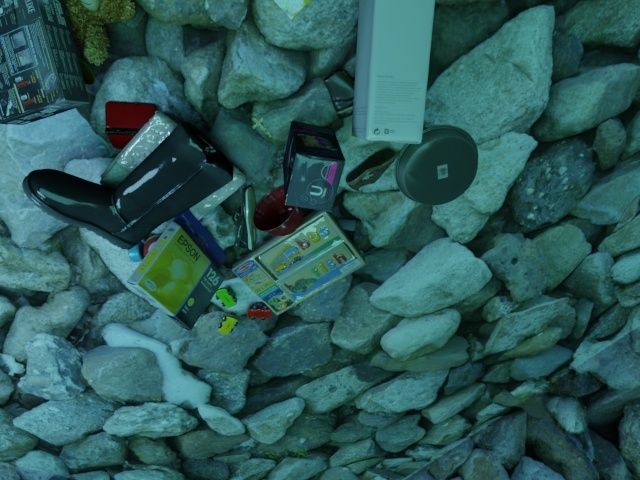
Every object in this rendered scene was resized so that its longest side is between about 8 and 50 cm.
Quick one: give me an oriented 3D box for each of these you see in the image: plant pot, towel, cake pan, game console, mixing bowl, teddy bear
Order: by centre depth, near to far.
[{"bbox_3d":[-0.634,-0.543,1.049,0.338,0.113,0.245,-13,88,13],"label":"teddy bear"},{"bbox_3d":[-0.682,-0.447,1.165,0.079,0.083,0.083,-21,125,22],"label":"plant pot"},{"bbox_3d":[-0.563,-0.343,1.281,0.144,0.085,0.124,1,155,-7],"label":"game console"},{"bbox_3d":[-0.460,-0.196,1.332,0.317,0.053,0.332,-37,129,21],"label":"towel"},{"bbox_3d":[-0.125,-0.082,1.423,0.181,0.181,0.098,-31,135,14],"label":"mixing bowl"},{"bbox_3d":[0.402,-0.242,1.440,0.293,0.054,0.293,-3,124,-5],"label":"cake pan"}]

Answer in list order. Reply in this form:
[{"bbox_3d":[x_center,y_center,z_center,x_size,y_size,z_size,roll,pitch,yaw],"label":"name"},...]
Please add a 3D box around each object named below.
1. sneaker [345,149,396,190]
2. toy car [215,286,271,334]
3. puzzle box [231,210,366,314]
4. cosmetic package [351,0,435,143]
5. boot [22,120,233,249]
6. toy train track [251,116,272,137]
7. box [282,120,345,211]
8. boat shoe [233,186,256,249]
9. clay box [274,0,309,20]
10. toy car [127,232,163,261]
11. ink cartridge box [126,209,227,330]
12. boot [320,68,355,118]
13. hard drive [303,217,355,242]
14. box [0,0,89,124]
[{"bbox_3d":[0.177,-0.234,1.424,0.188,0.066,0.071,-29,139,18],"label":"sneaker"},{"bbox_3d":[-0.340,0.259,1.690,0.239,0.053,0.225,-23,123,8],"label":"toy car"},{"bbox_3d":[-0.077,0.082,1.530,0.409,0.052,0.272,-32,117,15],"label":"puzzle box"},{"bbox_3d":[0.181,-0.460,1.113,0.156,0.217,0.384,2,108,-7],"label":"cosmetic package"},{"bbox_3d":[-0.521,-0.181,1.191,0.445,0.146,0.367,-28,142,20],"label":"boot"},{"bbox_3d":[-0.181,-0.351,1.320,0.048,0.014,0.083,-38,121,18],"label":"toy train track"},{"bbox_3d":[-0.028,-0.227,1.267,0.143,0.270,0.165,8,123,-12],"label":"box"},{"bbox_3d":[-0.265,-0.075,1.458,0.079,0.084,0.233,11,120,8],"label":"boat shoe"},{"bbox_3d":[-0.042,-0.697,1.080,0.222,0.053,0.127,-40,119,18],"label":"clay box"},{"bbox_3d":[-0.528,0.119,1.447,0.219,0.238,0.210,-10,138,0],"label":"toy car"},{"bbox_3d":[-0.434,0.094,1.391,0.072,0.307,0.303,13,150,30],"label":"ink cartridge box"},{"bbox_3d":[0.113,-0.464,1.248,0.198,0.077,0.137,-27,118,10],"label":"boot"},{"bbox_3d":[0.000,0.000,1.554,0.255,0.054,0.172,1,124,-7],"label":"hard drive"},{"bbox_3d":[-0.703,-0.454,1.004,0.243,0.076,0.307,-8,100,21],"label":"box"}]
